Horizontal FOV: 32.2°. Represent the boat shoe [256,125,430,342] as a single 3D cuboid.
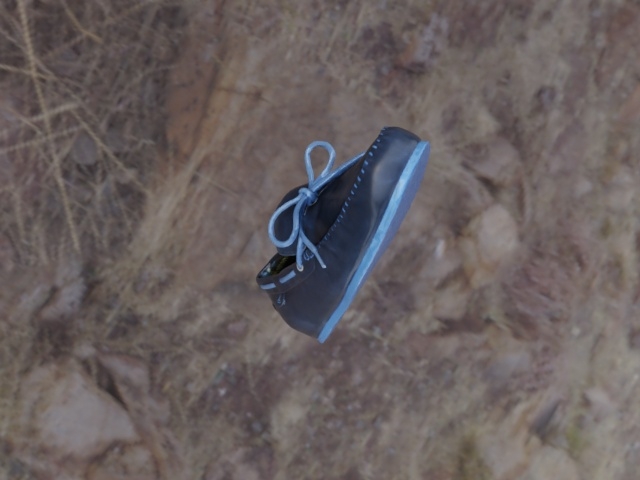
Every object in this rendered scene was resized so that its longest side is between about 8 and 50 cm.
[{"bbox_3d":[0.000,0.000,0.814,0.109,0.089,0.258,-54,176,-38],"label":"boat shoe"}]
